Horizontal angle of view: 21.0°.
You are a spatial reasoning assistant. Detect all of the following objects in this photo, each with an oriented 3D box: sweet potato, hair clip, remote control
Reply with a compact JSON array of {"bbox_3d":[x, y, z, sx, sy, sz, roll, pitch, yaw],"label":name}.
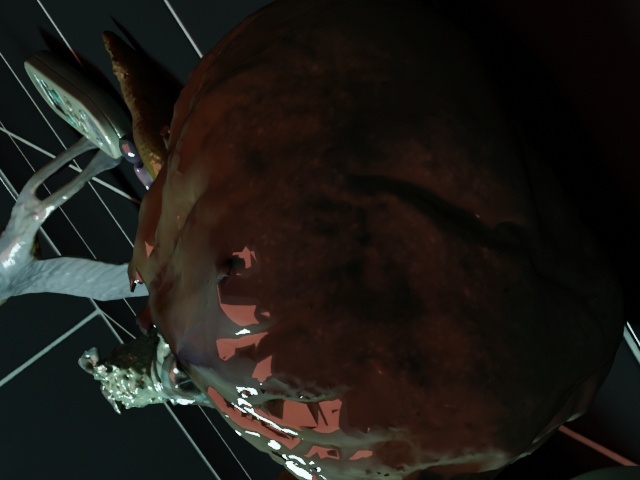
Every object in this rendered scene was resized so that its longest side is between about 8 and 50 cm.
[{"bbox_3d":[-0.135,-0.091,1.480,0.226,0.068,0.068,50,168,18],"label":"sweet potato"},{"bbox_3d":[-0.139,-0.020,1.754,0.187,0.056,0.146,61,170,6],"label":"hair clip"},{"bbox_3d":[-0.252,-0.147,1.817,0.221,0.042,0.078,37,161,55],"label":"remote control"}]

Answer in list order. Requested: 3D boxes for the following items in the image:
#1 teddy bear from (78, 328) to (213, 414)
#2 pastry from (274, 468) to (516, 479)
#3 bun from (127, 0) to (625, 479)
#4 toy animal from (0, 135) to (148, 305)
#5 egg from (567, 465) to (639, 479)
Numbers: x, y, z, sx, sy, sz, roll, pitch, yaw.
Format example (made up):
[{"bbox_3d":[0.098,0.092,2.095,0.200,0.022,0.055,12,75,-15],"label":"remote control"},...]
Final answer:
[{"bbox_3d":[-0.129,0.124,1.701,0.133,0.213,0.111,59,-172,-44],"label":"teddy bear"},{"bbox_3d":[0.113,0.318,1.273,0.409,0.245,0.409,49,164,19],"label":"pastry"},{"bbox_3d":[0.014,0.013,0.875,0.281,0.205,0.281,49,165,17],"label":"bun"},{"bbox_3d":[-0.328,0.009,1.972,0.225,0.302,0.284,54,174,12],"label":"toy animal"},{"bbox_3d":[0.190,0.214,0.921,0.209,0.151,0.151,44,168,1],"label":"egg"}]
